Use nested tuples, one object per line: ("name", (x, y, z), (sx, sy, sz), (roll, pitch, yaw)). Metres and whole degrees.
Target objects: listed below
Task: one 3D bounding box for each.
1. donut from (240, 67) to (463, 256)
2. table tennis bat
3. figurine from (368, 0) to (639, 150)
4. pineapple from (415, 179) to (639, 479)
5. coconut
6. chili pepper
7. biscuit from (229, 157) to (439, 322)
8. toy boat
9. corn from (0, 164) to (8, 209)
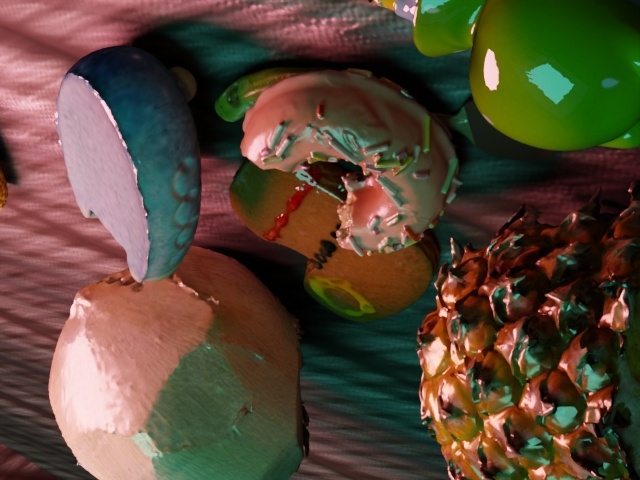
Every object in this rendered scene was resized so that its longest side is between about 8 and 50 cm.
("donut", (0.039, -0.075, 1.197), (0.199, 0.085, 0.233), (-22, 128, 41))
("table tennis bat", (0.159, -0.113, 1.160), (0.156, 0.013, 0.087), (9, 147, 27))
("figurine", (0.158, -0.169, 0.959), (0.263, 0.143, 0.162), (31, 146, 17))
("pineapple", (0.267, 0.116, 1.130), (0.300, 0.352, 0.352), (6, 145, 50))
("coconut", (-0.188, 0.185, 1.572), (0.346, 0.346, 0.360), (-7, 143, 45))
("chili pepper", (-0.048, -0.159, 1.230), (0.208, 0.043, 0.049), (-8, 122, 45))
("biscuit", (-0.001, 0.002, 1.428), (0.277, 0.052, 0.262), (35, 149, -12))
("toy boat", (-0.205, -0.097, 1.371), (0.215, 0.123, 0.330), (49, 153, 27))
("corn", (-0.495, -0.125, 1.605), (0.091, 0.091, 0.260), (46, 164, 28))
